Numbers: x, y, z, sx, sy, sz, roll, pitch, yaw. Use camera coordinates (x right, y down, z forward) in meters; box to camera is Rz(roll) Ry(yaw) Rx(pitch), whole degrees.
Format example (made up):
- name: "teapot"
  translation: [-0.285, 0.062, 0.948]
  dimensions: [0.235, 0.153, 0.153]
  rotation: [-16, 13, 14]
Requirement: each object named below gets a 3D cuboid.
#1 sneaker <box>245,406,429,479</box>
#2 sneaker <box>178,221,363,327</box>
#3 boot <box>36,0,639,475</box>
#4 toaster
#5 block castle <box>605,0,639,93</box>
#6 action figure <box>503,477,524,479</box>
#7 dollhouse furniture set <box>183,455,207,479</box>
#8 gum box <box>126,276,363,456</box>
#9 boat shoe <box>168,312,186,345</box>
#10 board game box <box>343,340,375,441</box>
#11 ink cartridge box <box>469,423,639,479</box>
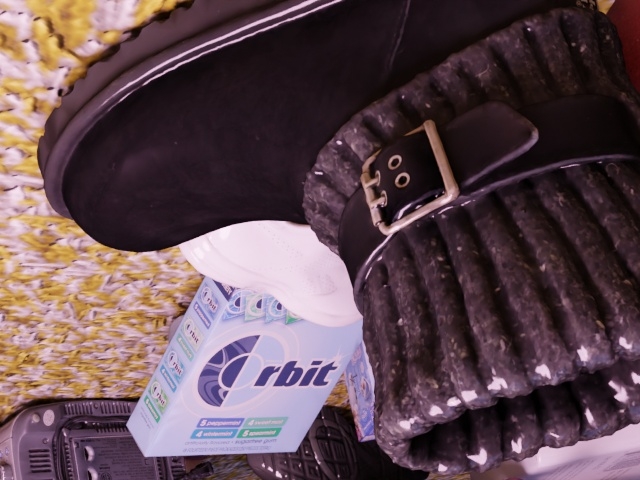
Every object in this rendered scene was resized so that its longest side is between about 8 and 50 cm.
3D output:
- name: "sneaker"
  translation: [0.005, 0.259, 1.588]
  dimensions: [0.130, 0.109, 0.286]
  rotation: [-21, 157, 36]
- name: "sneaker"
  translation: [0.000, 0.000, 0.950]
  dimensions: [0.094, 0.080, 0.212]
  rotation: [-37, 150, 24]
- name: "boot"
  translation: [0.013, -0.001, 0.672]
  dimensions: [0.348, 0.260, 0.131]
  rotation: [-25, 157, 28]
- name: "toaster"
  translation: [-0.235, 0.232, 1.327]
  dimensions: [0.227, 0.129, 0.146]
  rotation: [3, 158, -43]
- name: "block castle"
  translation: [0.401, -0.113, 0.721]
  dimensions: [0.453, 0.213, 0.303]
  rotation: [-27, 145, 16]
- name: "action figure"
  translation: [0.183, 0.310, 1.364]
  dimensions: [0.370, 0.275, 0.248]
  rotation: [19, 100, -32]
- name: "dollhouse furniture set"
  translation: [-0.179, 0.290, 1.574]
  dimensions: [0.114, 0.081, 0.091]
  rotation: [4, 153, -39]
- name: "gum box"
  translation: [-0.047, 0.091, 1.081]
  dimensions: [0.157, 0.041, 0.184]
  rotation: [6, 123, -41]
- name: "boat shoe"
  translation: [-0.083, 0.099, 1.179]
  dimensions: [0.083, 0.065, 0.183]
  rotation: [-27, 159, -24]
- name: "board game box"
  translation: [0.044, 0.137, 1.304]
  dimensions: [0.020, 0.090, 0.090]
  rotation: [-6, 158, -14]
- name: "ink cartridge box"
  translation: [0.360, 0.160, 1.461]
  dimensions: [0.384, 0.160, 0.279]
  rotation: [-9, 159, -10]
